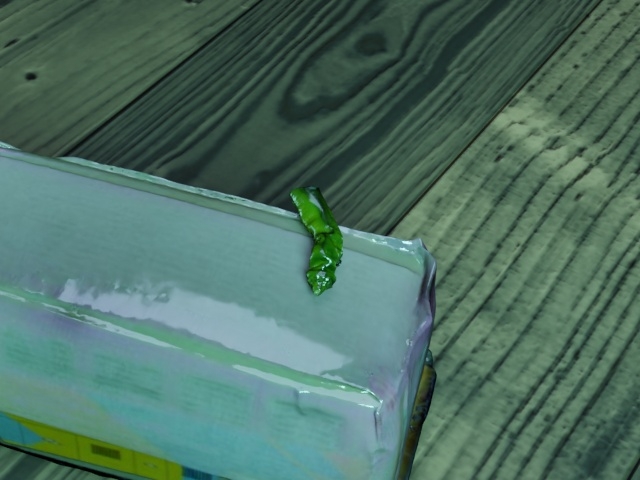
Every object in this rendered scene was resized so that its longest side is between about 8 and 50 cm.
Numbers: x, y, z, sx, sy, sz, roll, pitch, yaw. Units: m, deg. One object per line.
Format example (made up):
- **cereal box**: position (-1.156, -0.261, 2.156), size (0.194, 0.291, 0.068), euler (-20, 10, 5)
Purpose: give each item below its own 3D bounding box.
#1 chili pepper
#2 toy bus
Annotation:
- **chili pepper**: position (0.000, 0.000, 0.825), size (0.027, 0.022, 0.083), euler (25, 38, -34)
- **toy bus**: position (-0.115, 0.047, 0.889), size (0.386, 0.162, 0.171), euler (14, 46, 6)
